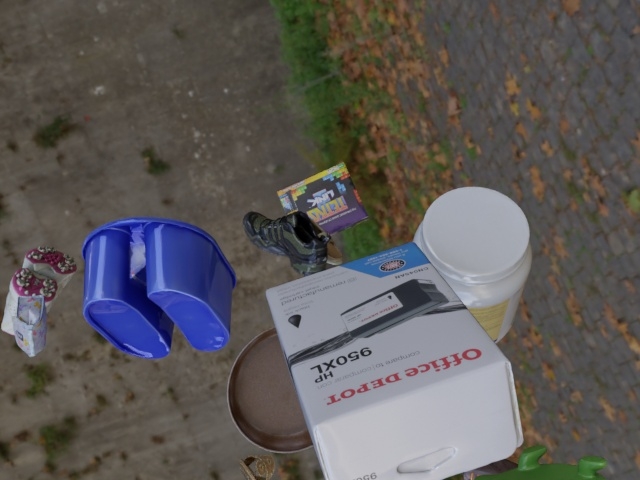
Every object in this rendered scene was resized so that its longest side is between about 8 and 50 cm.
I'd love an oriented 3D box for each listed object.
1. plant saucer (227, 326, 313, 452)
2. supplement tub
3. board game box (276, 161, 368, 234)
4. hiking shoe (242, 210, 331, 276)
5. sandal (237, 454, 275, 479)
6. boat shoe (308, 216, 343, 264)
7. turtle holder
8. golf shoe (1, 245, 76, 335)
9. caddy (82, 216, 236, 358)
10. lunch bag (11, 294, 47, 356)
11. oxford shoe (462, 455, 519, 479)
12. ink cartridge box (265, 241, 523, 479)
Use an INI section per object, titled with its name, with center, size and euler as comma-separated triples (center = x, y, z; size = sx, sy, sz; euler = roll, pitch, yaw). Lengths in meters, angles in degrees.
[plant saucer]
center = -0.074, 0.345, 1.816
size = 0.050, 0.310, 0.310
euler = 11, 123, 70
[supplement tub]
center = 0.306, 0.066, 1.600
size = 0.331, 0.241, 0.241
euler = 83, 166, -57
[board game box]
center = 0.005, -0.079, 1.751
size = 0.048, 0.170, 0.141
euler = 60, -175, -81
[hiking shoe]
center = -0.066, -0.022, 1.600
size = 0.227, 0.086, 0.114
euler = 31, 119, 27
[sandal]
center = -0.151, 0.559, 1.901
size = 0.088, 0.079, 0.240
euler = 52, 163, 15
[boat shoe]
center = 0.000, 0.000, 1.657
size = 0.135, 0.050, 0.045
euler = 41, 130, 25
[turtle holder]
center = 0.412, 0.550, 1.458
size = 0.243, 0.320, 0.227
euler = -40, -64, -66
[golf shoe]
center = -0.646, 0.109, 1.739
size = 0.115, 0.140, 0.306
euler = 28, -165, -9
[caddy]
center = -0.288, 0.079, 1.397
size = 0.341, 0.241, 0.179
euler = 70, -167, -59
[lunch bag]
center = -0.489, 0.143, 1.292
size = 0.083, 0.053, 0.071
euler = -114, 25, -50
[oxford shoe]
center = 0.445, 0.614, 1.968
size = 0.364, 0.133, 0.130
euler = 32, 133, 55
[ink cartridge box]
center = 0.096, 0.188, 1.200
size = 0.395, 0.285, 0.166
euler = -119, 12, -62
